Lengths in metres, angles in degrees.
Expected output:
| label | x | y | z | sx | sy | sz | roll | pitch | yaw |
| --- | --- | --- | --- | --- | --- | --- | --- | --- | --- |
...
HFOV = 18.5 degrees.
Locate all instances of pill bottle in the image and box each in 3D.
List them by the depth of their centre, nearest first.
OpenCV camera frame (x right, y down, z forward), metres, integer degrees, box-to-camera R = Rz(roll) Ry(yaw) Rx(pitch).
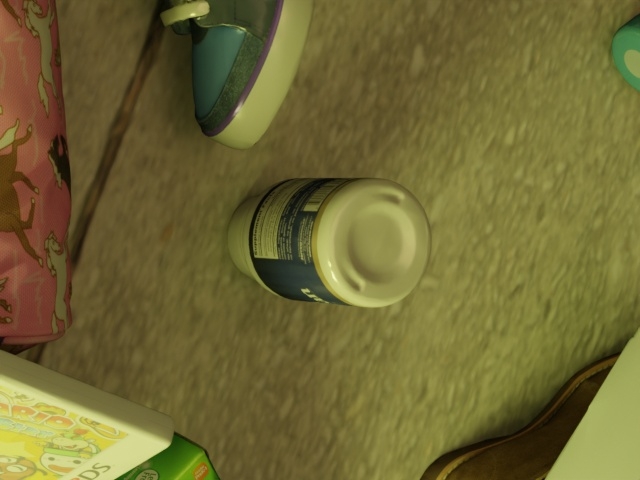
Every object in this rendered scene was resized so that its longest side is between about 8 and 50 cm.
| label | x | y | z | sx | sy | sz | roll | pitch | yaw |
| --- | --- | --- | --- | --- | --- | --- | --- | --- | --- |
| pill bottle | 0.000 | 0.000 | 1.472 | 0.094 | 0.169 | 0.094 | -1 | 92 | -31 |

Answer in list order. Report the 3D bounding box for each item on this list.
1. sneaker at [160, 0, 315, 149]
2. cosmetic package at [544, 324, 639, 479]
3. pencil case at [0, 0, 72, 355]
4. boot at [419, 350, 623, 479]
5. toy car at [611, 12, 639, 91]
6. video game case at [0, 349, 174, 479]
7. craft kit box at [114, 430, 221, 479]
| label | x | y | z | sx | sy | sz | roll | pitch | yaw |
| --- | --- | --- | --- | --- | --- | --- | --- | --- | --- |
| sneaker | -0.120 | -0.245 | 1.430 | 0.236 | 0.130 | 0.323 | 12 | 89 | -22 |
| cosmetic package | 0.326 | 0.217 | 1.642 | 0.284 | 0.097 | 0.377 | -54 | 141 | -16 |
| pencil case | -0.257 | -0.110 | 1.322 | 0.160 | 0.167 | 0.386 | -2 | 93 | 7 |
| boot | 0.232 | 0.180 | 1.654 | 0.305 | 0.115 | 0.112 | -26 | 103 | -29 |
| toy car | 0.421 | -0.164 | 1.687 | 0.219 | 0.238 | 0.210 | -38 | 110 | -26 |
| video game case | -0.247 | 0.127 | 1.310 | 0.227 | 0.206 | 0.026 | 25 | 50 | -29 |
| craft kit box | -0.140 | 0.302 | 1.414 | 0.250 | 0.061 | 0.246 | -44 | 136 | -24 |
